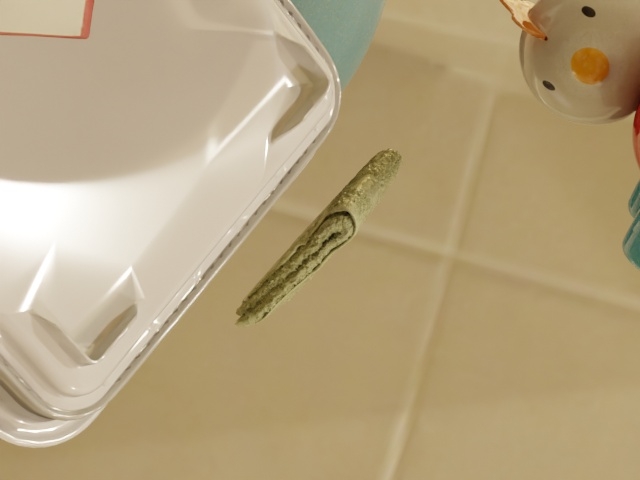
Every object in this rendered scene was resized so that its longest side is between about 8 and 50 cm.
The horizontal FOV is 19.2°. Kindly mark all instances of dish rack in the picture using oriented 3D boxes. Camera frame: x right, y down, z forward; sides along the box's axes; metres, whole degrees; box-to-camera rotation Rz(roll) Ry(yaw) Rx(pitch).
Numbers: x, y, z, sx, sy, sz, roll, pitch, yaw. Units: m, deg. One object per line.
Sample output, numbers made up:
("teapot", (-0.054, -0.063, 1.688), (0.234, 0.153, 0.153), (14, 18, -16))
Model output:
("dish rack", (-0.133, -0.079, 1.072), (0.285, 0.072, 0.333), (52, 58, -22))

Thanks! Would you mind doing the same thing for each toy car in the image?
("toy car", (0.226, -0.121, 1.384), (0.210, 0.238, 0.219), (-57, 172, -69))

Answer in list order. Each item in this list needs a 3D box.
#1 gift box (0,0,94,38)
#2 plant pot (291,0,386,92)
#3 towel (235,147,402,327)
("gift box", (-0.178, -0.236, 0.761), (0.276, 0.258, 0.255), (-2, 134, -10))
("plant pot", (-0.077, -0.203, 1.876), (0.290, 0.290, 0.195), (9, 84, -47))
("towel", (0.000, 0.000, 1.355), (0.027, 0.148, 0.110), (42, 38, -2))
